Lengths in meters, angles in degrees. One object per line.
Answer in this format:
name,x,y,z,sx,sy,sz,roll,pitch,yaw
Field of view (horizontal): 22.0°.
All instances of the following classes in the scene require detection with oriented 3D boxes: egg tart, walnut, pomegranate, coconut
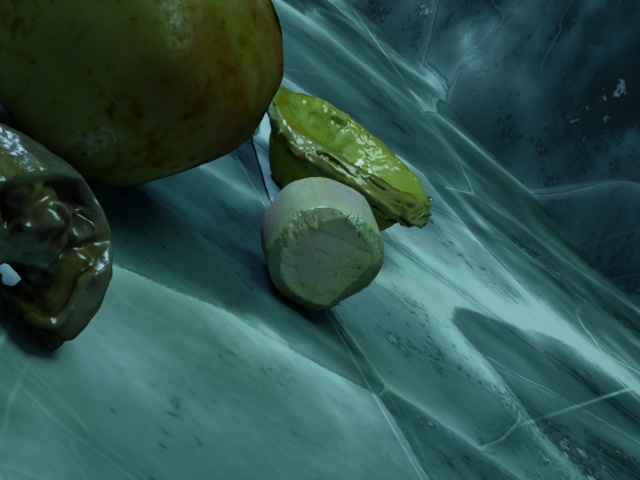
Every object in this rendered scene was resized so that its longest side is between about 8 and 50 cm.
egg tart,0.023,-0.098,2.393,0.315,0.120,0.315,34,15,-11
walnut,-0.281,-0.032,1.390,0.238,0.141,0.204,32,11,-36
pomegranate,-0.210,-0.214,1.828,0.342,0.342,0.342,36,14,-11
coconut,0.000,0.000,1.980,0.147,0.147,0.153,34,13,-17
